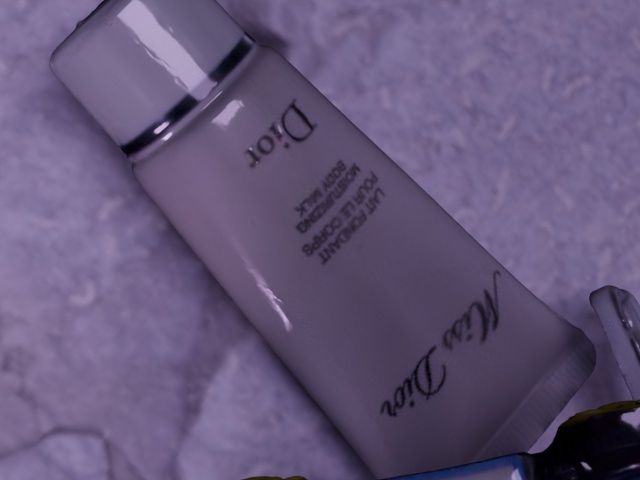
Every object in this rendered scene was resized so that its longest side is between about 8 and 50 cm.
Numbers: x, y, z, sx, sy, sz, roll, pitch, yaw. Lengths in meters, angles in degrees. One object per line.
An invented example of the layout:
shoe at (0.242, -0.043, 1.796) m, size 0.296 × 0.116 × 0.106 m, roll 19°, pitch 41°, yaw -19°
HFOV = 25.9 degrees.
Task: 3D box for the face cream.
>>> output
face cream at (0.000, 0.000, 0.691) m, size 0.314 × 0.089 × 0.143 m, roll 48°, pitch 70°, yaw -15°

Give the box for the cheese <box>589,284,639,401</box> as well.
cheese at (0.196, 0.154, 0.684) m, size 0.082 × 0.163 × 0.286 m, roll -28°, pitch 76°, yaw 20°

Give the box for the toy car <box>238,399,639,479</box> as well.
toy car at (0.079, 0.182, 0.595) m, size 0.314 × 0.166 × 0.198 m, roll -14°, pitch 78°, yaw 10°
